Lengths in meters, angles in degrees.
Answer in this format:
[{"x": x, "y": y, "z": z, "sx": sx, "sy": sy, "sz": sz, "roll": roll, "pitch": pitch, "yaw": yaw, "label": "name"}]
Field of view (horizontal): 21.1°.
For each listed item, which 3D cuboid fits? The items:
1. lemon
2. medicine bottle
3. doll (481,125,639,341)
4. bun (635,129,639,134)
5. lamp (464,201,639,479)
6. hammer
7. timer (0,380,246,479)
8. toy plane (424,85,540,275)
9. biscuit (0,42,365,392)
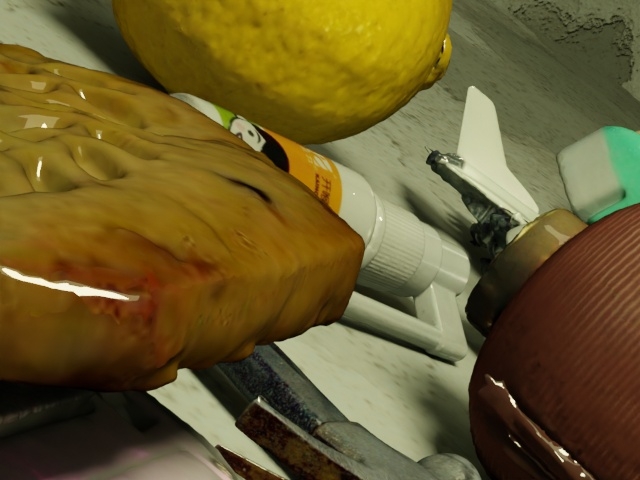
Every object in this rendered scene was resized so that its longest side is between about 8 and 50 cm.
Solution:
[{"x": -0.022, "y": -0.152, "z": 1.037, "sx": 0.257, "sy": 0.188, "sz": 0.188, "roll": 25, "pitch": 19, "yaw": -37, "label": "lemon"}, {"x": 0.000, "y": 0.000, "z": 0.891, "sx": 0.221, "sy": 0.061, "sz": 0.092, "roll": 23, "pitch": 45, "yaw": -42, "label": "medicine bottle"}, {"x": 0.188, "y": 0.061, "z": 1.003, "sx": 0.195, "sy": 0.153, "sz": 0.258, "roll": 48, "pitch": 21, "yaw": -43, "label": "doll"}, {"x": 0.352, "y": -0.001, "z": 1.480, "sx": 0.273, "sy": 0.168, "sz": 0.273, "roll": 34, "pitch": 23, "yaw": -16, "label": "bun"}, {"x": 0.168, "y": 0.087, "z": 0.782, "sx": 0.258, "sy": 0.180, "sz": 0.180, "roll": 42, "pitch": 16, "yaw": 19, "label": "lamp"}, {"x": -0.062, "y": 0.019, "z": 0.718, "sx": 0.290, "sy": 0.037, "sz": 0.137, "roll": 44, "pitch": 15, "yaw": 23, "label": "hammer"}, {"x": -0.104, "y": 0.063, "z": 0.430, "sx": 0.191, "sy": 0.069, "sz": 0.208, "roll": 37, "pitch": 16, "yaw": 11, "label": "timer"}, {"x": 0.149, "y": 0.005, "z": 1.194, "sx": 0.234, "sy": 0.082, "sz": 0.160, "roll": 49, "pitch": 2, "yaw": -13, "label": "toy plane"}, {"x": -0.159, "y": -0.041, "z": 0.472, "sx": 0.359, "sy": 0.046, "sz": 0.359, "roll": 18, "pitch": 11, "yaw": -4, "label": "biscuit"}]
